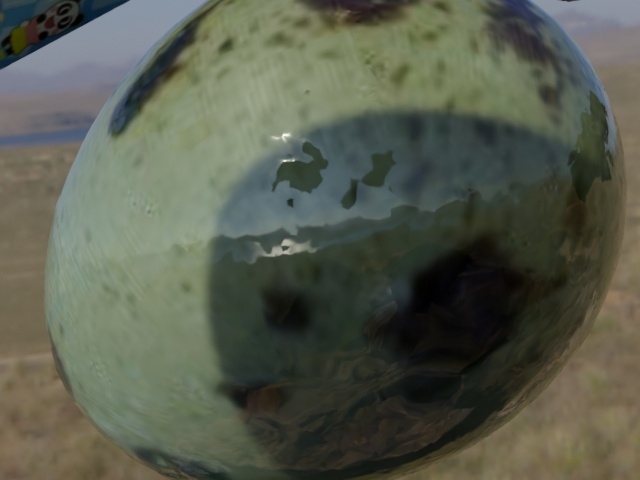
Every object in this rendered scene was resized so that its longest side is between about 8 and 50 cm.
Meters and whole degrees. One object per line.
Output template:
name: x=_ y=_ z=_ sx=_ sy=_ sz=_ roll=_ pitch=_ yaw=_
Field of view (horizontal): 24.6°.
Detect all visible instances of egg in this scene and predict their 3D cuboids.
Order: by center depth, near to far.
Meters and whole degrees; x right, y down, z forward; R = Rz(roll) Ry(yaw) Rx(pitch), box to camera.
egg: x=0.000 y=0.000 z=0.994 sx=0.428 sy=0.345 sz=0.345 roll=-38 pitch=-4 yaw=18

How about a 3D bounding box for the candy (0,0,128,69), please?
candy: x=-0.169 y=-0.184 z=0.955 sx=0.194 sy=0.062 sz=0.097 roll=-32 pitch=-17 yaw=-20
